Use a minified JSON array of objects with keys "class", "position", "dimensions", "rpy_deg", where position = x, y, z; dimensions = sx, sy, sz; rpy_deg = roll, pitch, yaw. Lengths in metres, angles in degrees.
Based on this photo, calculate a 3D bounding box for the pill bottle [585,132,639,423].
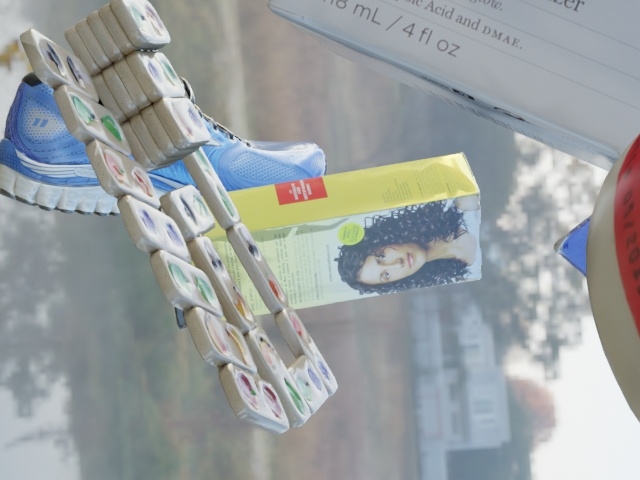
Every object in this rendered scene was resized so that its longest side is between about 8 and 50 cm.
[{"class":"pill bottle","position":[0.212,-0.049,0.356],"dimensions":[0.318,0.176,0.176],"rpy_deg":[123,-30,-51]}]

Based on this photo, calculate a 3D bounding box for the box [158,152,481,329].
[{"class":"box","position":[0.000,0.000,1.121],"dimensions":[0.058,0.232,0.087],"rpy_deg":[-104,-175,-51]}]

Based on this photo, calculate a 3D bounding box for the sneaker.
[{"class":"sneaker","position":[-0.132,-0.094,1.397],"dimensions":[0.130,0.330,0.147],"rpy_deg":[19,-77,55]}]

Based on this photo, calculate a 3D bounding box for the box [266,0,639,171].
[{"class":"box","position":[0.095,-0.114,0.693],"dimensions":[0.119,0.181,0.182],"rpy_deg":[-67,169,4]}]

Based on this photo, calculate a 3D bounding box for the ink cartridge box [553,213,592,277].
[{"class":"ink cartridge box","position":[0.372,0.005,1.012],"dimensions":[0.330,0.324,0.071],"rpy_deg":[35,25,-42]}]

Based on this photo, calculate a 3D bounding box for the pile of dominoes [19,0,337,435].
[{"class":"pile of dominoes","position":[-0.057,-0.015,0.827],"dimensions":[0.251,0.040,0.196],"rpy_deg":[60,11,-1]}]
